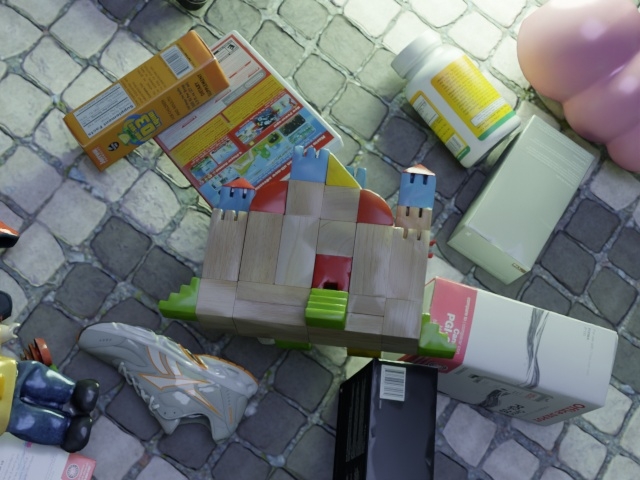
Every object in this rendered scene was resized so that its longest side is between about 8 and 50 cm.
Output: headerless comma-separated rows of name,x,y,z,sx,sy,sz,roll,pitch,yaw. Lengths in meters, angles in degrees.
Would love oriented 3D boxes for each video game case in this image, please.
video game case,-0.127,-0.166,1.760,0.204,0.025,0.285,-38,58,-6

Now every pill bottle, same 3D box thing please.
pill bottle,0.209,-0.228,1.908,0.117,0.117,0.208,-38,85,-22

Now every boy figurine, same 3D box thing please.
boy figurine,-0.428,0.182,1.525,0.285,0.092,0.177,22,70,-27

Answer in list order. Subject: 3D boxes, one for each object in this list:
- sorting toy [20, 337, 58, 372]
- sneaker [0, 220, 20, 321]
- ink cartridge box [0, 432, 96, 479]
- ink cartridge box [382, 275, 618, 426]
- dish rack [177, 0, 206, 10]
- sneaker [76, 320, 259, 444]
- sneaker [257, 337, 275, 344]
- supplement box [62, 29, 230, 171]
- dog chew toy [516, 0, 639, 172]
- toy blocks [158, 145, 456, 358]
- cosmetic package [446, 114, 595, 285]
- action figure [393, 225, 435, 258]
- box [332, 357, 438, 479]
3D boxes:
sorting toy,-0.384,0.183,1.651,0.042,0.061,0.102,-20,55,-19
sneaker,-0.497,0.118,1.610,0.148,0.131,0.350,18,73,-16
ink cartridge box,-0.411,0.318,1.596,0.198,0.067,0.115,21,68,-9
ink cartridge box,0.254,0.165,1.742,0.282,0.207,0.117,18,70,-8
dish rack,-0.184,-0.506,1.921,0.208,0.074,0.271,44,66,1
sneaker,-0.222,0.199,1.671,0.262,0.099,0.121,22,73,-6
sneaker,-0.013,0.006,1.783,0.182,0.127,0.316,5,67,-25
supplement box,-0.253,-0.202,1.757,0.233,0.078,0.080,-33,59,-3
dog chew toy,0.465,-0.252,1.947,0.206,0.206,0.332,-36,93,-22
toy blocks,0.000,0.000,1.595,0.381,0.191,0.261,6,72,4
cosmetic package,0.314,-0.063,1.892,0.127,0.107,0.238,36,70,-1
action figure,0.120,-0.002,1.861,0.115,0.030,0.038,14,74,-8
box,0.085,0.313,1.664,0.103,0.184,0.261,9,71,-14
